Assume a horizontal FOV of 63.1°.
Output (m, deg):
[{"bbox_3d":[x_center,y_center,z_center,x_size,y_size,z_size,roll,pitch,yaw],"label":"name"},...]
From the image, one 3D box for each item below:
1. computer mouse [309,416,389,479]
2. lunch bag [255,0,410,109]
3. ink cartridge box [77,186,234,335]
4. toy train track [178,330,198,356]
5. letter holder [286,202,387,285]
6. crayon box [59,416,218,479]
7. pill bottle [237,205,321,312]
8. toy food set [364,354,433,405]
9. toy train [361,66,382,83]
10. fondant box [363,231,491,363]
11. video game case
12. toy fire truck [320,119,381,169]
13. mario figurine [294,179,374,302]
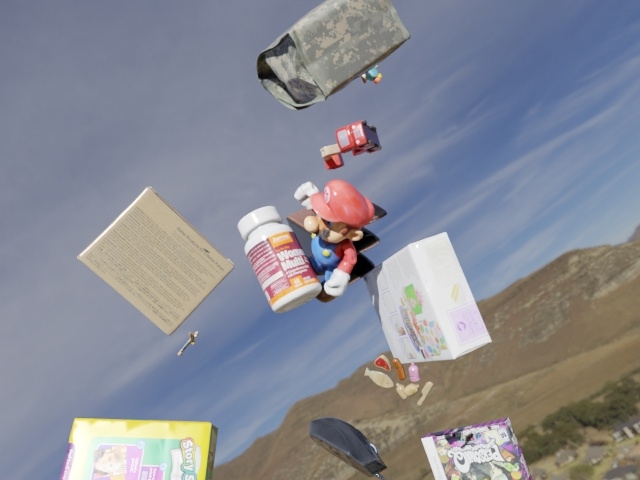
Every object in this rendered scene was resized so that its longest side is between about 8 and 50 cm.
[{"bbox_3d":[0.088,0.276,0.629,0.041,0.242,0.071,-53,-32,-25],"label":"computer mouse"},{"bbox_3d":[0.007,-0.406,1.123,0.235,0.169,0.287,-38,20,-14],"label":"lunch bag"},{"bbox_3d":[-0.326,0.041,1.051,0.193,0.234,0.088,-47,14,-12],"label":"ink cartridge box"},{"bbox_3d":[-0.354,0.280,1.408,0.083,0.014,0.048,-53,-32,-40],"label":"toy train track"},{"bbox_3d":[0.066,-0.016,1.541,0.214,0.152,0.302,-27,24,-15],"label":"letter holder"},{"bbox_3d":[-0.406,0.585,1.136,0.313,0.362,0.106,3,-27,-2],"label":"crayon box"},{"bbox_3d":[-0.096,0.041,1.170,0.121,0.221,0.121,-26,-15,-7],"label":"pill bottle"},{"bbox_3d":[0.152,0.259,1.000,0.019,0.122,0.078,-27,-36,-62],"label":"toy food set"},{"bbox_3d":[0.100,-0.475,1.355,0.046,0.166,0.125,-31,-30,33],"label":"toy train"},{"bbox_3d":[0.220,0.144,1.168,0.096,0.238,0.330,-18,-10,-15],"label":"fondant box"},{"bbox_3d":[0.389,0.564,1.280,0.232,0.210,0.042,-24,-11,30],"label":"video game case"},{"bbox_3d":[0.050,-0.189,1.050,0.135,0.047,0.192,-16,-1,19],"label":"toy fire truck"},{"bbox_3d":[0.000,0.000,1.155,0.170,0.198,0.320,-53,-17,-41],"label":"mario figurine"}]
